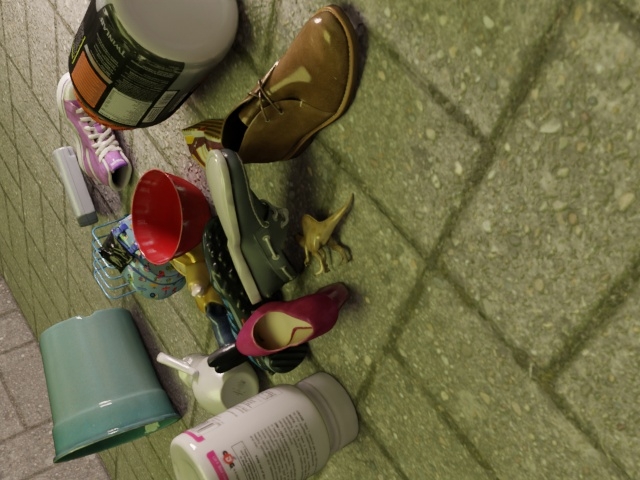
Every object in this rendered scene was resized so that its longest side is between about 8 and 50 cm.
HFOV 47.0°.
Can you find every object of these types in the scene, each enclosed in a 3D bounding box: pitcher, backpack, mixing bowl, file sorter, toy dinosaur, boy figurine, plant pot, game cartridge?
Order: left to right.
[{"bbox_3d":[-0.623,-0.133,1.882,0.297,0.062,0.198,-174,69,-72],"label":"game cartridge"},{"bbox_3d":[-0.593,0.381,1.991,0.341,0.341,0.334,-44,64,57],"label":"plant pot"},{"bbox_3d":[-0.498,0.045,1.825,0.118,0.104,0.170,49,144,29],"label":"file sorter"},{"bbox_3d":[-0.352,0.031,1.557,0.173,0.158,0.117,47,127,8],"label":"backpack"},{"bbox_3d":[-0.277,-0.046,1.419,0.181,0.098,0.181,4,95,46],"label":"mixing bowl"},{"bbox_3d":[-0.226,0.109,1.437,0.285,0.092,0.177,61,176,21],"label":"boy figurine"},{"bbox_3d":[-0.232,0.281,1.512,0.207,0.178,0.125,7,75,58],"label":"pitcher"},{"bbox_3d":[0.000,0.000,1.095,0.183,0.053,0.092,-33,80,58],"label":"toy dinosaur"}]

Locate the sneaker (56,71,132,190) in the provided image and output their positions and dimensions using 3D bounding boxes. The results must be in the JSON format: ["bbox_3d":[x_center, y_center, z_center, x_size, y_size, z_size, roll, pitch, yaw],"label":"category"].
[{"bbox_3d":[-0.490,-0.238,1.656,0.161,0.102,0.282,36,147,36],"label":"sneaker"}]

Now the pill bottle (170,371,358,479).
[{"bbox_3d":[-0.086,0.334,1.209,0.160,0.283,0.160,34,135,42],"label":"pill bottle"}]

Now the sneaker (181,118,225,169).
[{"bbox_3d":[-0.170,-0.157,1.251,0.185,0.069,0.084,22,135,57],"label":"sneaker"}]

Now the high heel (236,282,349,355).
[{"bbox_3d":[-0.065,0.145,1.143,0.244,0.117,0.082,-24,100,33],"label":"high heel"}]

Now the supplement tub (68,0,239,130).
[{"bbox_3d":[-0.284,-0.309,1.186,0.338,0.207,0.207,-22,90,58],"label":"supplement tub"}]

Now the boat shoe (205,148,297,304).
[{"bbox_3d":[-0.098,-0.027,1.119,0.319,0.099,0.116,81,164,-49],"label":"boat shoe"}]

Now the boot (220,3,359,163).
[{"bbox_3d":[-0.046,-0.189,0.992,0.112,0.115,0.305,61,147,14],"label":"boot"}]

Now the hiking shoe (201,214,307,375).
[{"bbox_3d":[-0.143,0.105,1.315,0.132,0.113,0.304,-29,84,58],"label":"hiking shoe"}]
